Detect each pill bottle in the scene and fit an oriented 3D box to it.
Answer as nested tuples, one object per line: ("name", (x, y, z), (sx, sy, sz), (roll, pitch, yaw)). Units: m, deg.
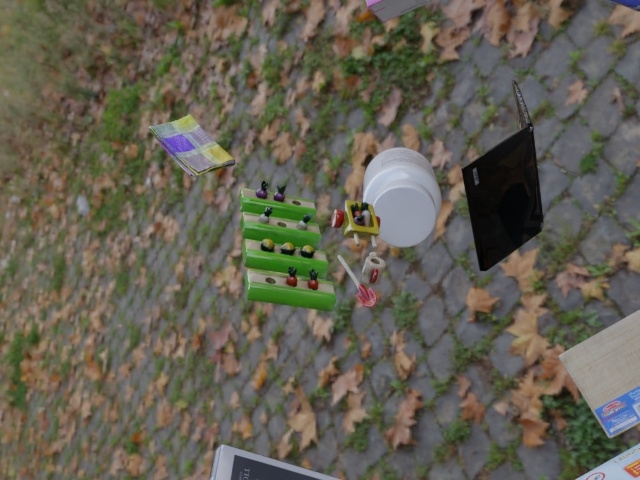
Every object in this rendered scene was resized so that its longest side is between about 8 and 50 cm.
("pill bottle", (0.137, -0.072, 1.314), (0.229, 0.131, 0.131), (-78, 11, -71))

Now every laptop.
("laptop", (0.327, -0.120, 1.422), (0.264, 0.136, 0.234), (-87, -17, -52))

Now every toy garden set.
("toy garden set", (0.000, 0.000, 1.028), (0.244, 0.203, 0.049), (-104, 27, -56))

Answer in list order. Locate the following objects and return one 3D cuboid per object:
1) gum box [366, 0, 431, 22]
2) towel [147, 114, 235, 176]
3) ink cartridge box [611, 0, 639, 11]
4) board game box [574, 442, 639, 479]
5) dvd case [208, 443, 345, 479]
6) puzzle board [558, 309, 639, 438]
("gum box", (0.153, -0.414, 1.142), (0.188, 0.062, 0.107), (-18, 74, 25))
("towel", (-0.132, -0.098, 0.805), (0.083, 0.060, 0.009), (46, 134, 21))
("ink cartridge box", (0.339, -0.330, 0.804), (0.395, 0.269, 0.151), (-99, 24, -56))
("board game box", (0.660, 0.469, 1.444), (0.086, 0.308, 0.302), (61, 179, -4))
("dvd case", (-0.012, 0.330, 0.814), (0.029, 0.238, 0.179), (-51, 25, 43))
("puzzle board", (0.315, 0.123, 0.764), (0.128, 0.011, 0.096), (-33, 55, 13))
